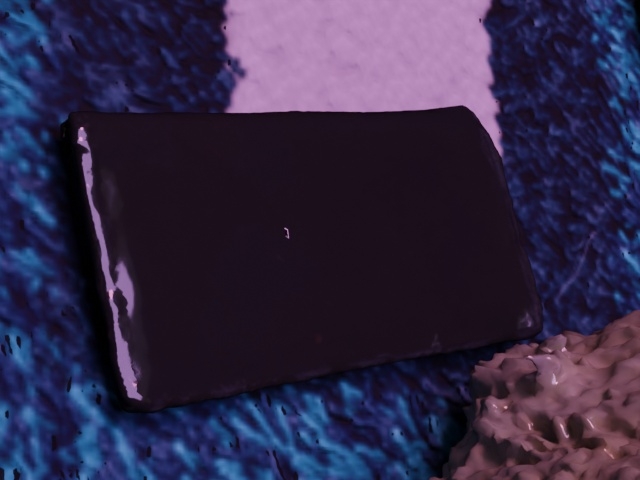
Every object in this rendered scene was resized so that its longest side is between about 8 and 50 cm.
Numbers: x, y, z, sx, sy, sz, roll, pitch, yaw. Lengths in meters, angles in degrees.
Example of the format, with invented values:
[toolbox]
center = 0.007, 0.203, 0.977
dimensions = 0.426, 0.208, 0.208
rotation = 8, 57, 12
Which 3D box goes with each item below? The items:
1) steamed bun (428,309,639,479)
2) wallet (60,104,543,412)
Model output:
[steamed bun]
center = 0.144, 0.179, 0.681
dimensions = 0.272, 0.290, 0.273
rotation = -23, 100, -26
[wallet]
center = 0.001, 0.000, 0.771
dimensions = 0.285, 0.030, 0.146
rotation = -6, 77, -40
